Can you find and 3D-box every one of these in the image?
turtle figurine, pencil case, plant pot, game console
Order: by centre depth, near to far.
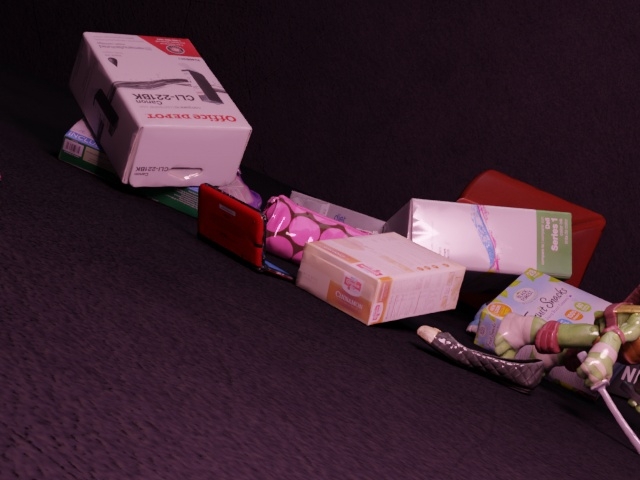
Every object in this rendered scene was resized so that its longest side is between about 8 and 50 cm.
[{"bbox_3d":[0.370,0.187,1.631,0.266,0.275,0.197,1,11,44],"label":"turtle figurine"},{"bbox_3d":[-0.097,-0.011,1.705,0.085,0.124,0.144,-17,31,-39],"label":"game console"},{"bbox_3d":[0.000,0.000,1.922,0.209,0.098,0.095,21,5,-11],"label":"pencil case"},{"bbox_3d":[0.349,0.029,2.350,0.267,0.267,0.235,25,12,23],"label":"plant pot"}]

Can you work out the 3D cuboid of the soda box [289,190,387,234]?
[{"bbox_3d":[0.048,-0.005,2.161,0.091,0.098,0.286,20,2,36],"label":"soda box"}]

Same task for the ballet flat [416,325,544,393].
[{"bbox_3d":[0.206,0.146,1.595,0.173,0.049,0.057,23,4,-2],"label":"ballet flat"}]

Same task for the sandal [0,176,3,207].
[{"bbox_3d":[-0.371,-0.069,1.311,0.067,0.040,0.179,21,5,-22],"label":"sandal"}]

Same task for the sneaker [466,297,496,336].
[{"bbox_3d":[0.296,0.131,2.013,0.063,0.073,0.162,25,6,24],"label":"sneaker"}]

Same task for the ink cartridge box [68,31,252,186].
[{"bbox_3d":[-0.259,-0.211,1.967,0.197,0.114,0.273,-2,41,-34],"label":"ink cartridge box"}]

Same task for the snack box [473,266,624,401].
[{"bbox_3d":[0.366,0.139,1.882,0.207,0.070,0.174,24,34,25],"label":"snack box"}]

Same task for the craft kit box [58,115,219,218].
[{"bbox_3d":[-0.271,-0.159,2.041,0.249,0.061,0.247,24,35,1],"label":"craft kit box"}]

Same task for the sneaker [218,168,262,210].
[{"bbox_3d":[-0.173,-0.105,2.211,0.095,0.105,0.236,25,4,32],"label":"sneaker"}]

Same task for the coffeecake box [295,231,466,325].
[{"bbox_3d":[0.083,0.049,1.693,0.185,0.068,0.142,-6,26,-45],"label":"coffeecake box"}]

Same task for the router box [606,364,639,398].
[{"bbox_3d":[0.500,0.204,2.116,0.308,0.081,0.243,20,6,-33],"label":"router box"}]

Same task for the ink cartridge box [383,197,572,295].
[{"bbox_3d":[0.256,0.016,2.075,0.278,0.117,0.201,5,-13,-10],"label":"ink cartridge box"}]
